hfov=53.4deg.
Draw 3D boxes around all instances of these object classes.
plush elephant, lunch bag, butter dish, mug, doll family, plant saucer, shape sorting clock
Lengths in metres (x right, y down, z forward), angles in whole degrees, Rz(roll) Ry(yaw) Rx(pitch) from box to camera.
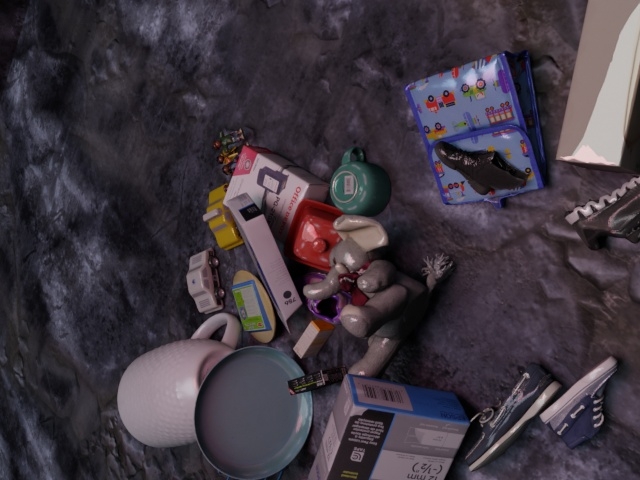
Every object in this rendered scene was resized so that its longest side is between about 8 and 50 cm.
[{"bbox_3d":[0.091,0.094,1.366,0.255,0.272,0.330,32,65,31],"label":"plush elephant"},{"bbox_3d":[0.328,-0.207,1.293,0.220,0.138,0.293,-11,98,39],"label":"lunch bag"},{"bbox_3d":[0.000,0.000,1.514,0.160,0.118,0.160,19,103,-2],"label":"butter dish"},{"bbox_3d":[-0.330,0.360,1.726,0.328,0.276,0.374,-26,35,45],"label":"mug"},{"bbox_3d":[-0.240,-0.214,1.773,0.111,0.076,0.193,-22,68,8],"label":"doll family"},{"bbox_3d":[-0.165,0.419,1.564,0.043,0.317,0.318,-14,79,60],"label":"plant saucer"},{"bbox_3d":[-0.177,0.176,1.708,0.206,0.040,0.206,30,127,49],"label":"shape sorting clock"},{"bbox_3d":[0.078,-0.131,1.498,0.158,0.097,0.129,51,119,29],"label":"mug"}]

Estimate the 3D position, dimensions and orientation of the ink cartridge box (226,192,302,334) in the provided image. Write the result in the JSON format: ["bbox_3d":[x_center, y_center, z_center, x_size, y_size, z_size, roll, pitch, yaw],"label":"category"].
[{"bbox_3d":[-0.127,0.057,1.560,0.165,0.065,0.333,47,159,59],"label":"ink cartridge box"}]

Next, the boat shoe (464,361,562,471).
[{"bbox_3d":[0.361,0.349,1.249,0.079,0.095,0.255,46,115,29],"label":"boat shoe"}]

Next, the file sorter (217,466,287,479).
[{"bbox_3d":[-0.198,0.599,1.699,0.170,0.118,0.105,36,115,35],"label":"file sorter"}]

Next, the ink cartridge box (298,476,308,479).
[{"bbox_3d":[-0.010,0.665,1.529,0.072,0.127,0.175,-5,86,41],"label":"ink cartridge box"}]

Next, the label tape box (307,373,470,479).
[{"bbox_3d":[0.125,0.464,1.321,0.115,0.249,0.348,-111,36,-67],"label":"label tape box"}]

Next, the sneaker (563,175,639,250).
[{"bbox_3d":[0.554,-0.053,1.114,0.234,0.078,0.106,-33,71,39],"label":"sneaker"}]

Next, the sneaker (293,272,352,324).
[{"bbox_3d":[0.003,0.143,1.549,0.236,0.104,0.095,23,106,41],"label":"sneaker"}]

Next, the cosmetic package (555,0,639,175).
[{"bbox_3d":[0.513,-0.277,1.098,0.113,0.160,0.310,13,98,39],"label":"cosmetic package"}]

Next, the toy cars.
[{"bbox_3d":[-0.316,0.024,1.832,0.176,0.087,0.394,30,108,37],"label":"toy cars"}]

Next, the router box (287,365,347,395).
[{"bbox_3d":[-0.007,0.343,1.561,0.122,0.092,0.038,-26,73,37],"label":"router box"}]

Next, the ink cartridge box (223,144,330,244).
[{"bbox_3d":[-0.116,-0.118,1.645,0.237,0.100,0.172,32,110,28],"label":"ink cartridge box"}]

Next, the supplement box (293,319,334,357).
[{"bbox_3d":[-0.017,0.244,1.590,0.036,0.062,0.098,46,116,30],"label":"supplement box"}]

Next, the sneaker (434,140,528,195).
[{"bbox_3d":[0.309,-0.152,1.232,0.170,0.051,0.089,43,136,0],"label":"sneaker"}]

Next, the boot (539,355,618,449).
[{"bbox_3d":[0.495,0.298,1.164,0.086,0.069,0.190,48,126,22],"label":"boot"}]
